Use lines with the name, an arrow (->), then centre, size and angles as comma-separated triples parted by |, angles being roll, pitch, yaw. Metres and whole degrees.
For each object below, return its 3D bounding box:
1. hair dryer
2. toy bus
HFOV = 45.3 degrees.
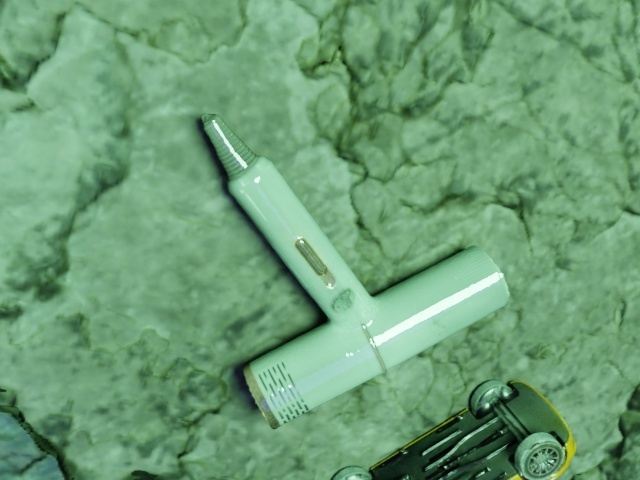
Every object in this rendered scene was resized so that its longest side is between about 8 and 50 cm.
hair dryer -> 0.006, -0.005, 0.407 | 0.155, 0.044, 0.183 | -27, 114, -9
toy bus -> 0.083, 0.160, 0.482 | 0.162, 0.069, 0.074 | -31, 118, -3
